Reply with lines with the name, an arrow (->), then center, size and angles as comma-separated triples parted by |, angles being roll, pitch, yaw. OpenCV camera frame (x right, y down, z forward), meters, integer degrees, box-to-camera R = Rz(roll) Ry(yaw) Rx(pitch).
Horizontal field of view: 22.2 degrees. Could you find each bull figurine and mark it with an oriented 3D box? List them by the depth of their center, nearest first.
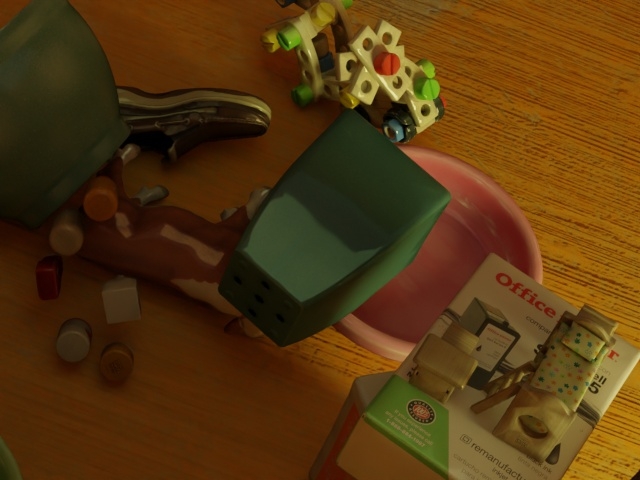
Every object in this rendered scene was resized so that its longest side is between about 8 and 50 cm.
bull figurine -> -0.157, 0.004, 2.006 | 0.310, 0.101, 0.188 | 21, 48, -4

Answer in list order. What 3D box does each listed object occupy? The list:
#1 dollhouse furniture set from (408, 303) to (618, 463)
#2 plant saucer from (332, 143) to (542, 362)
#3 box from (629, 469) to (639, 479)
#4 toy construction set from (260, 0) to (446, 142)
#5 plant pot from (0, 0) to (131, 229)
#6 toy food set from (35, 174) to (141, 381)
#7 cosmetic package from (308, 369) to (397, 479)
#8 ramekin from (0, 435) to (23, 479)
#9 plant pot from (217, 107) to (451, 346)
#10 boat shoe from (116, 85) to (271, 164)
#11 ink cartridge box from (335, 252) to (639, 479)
dollhouse furniture set -> 0.202, 0.091, 1.608 | 0.161, 0.101, 0.182 | 31, 52, 7
plant saucer -> 0.116, 0.028, 2.080 | 0.332, 0.084, 0.332 | 8, 53, -10
box -> 0.260, 0.390, 1.533 | 0.191, 0.143, 0.381 | 43, 57, 16
toy construction set -> 0.050, -0.236, 2.144 | 0.151, 0.215, 0.328 | -29, 25, -13
plant pot -> -0.354, -0.138, 1.960 | 0.196, 0.293, 0.293 | 45, 52, -11
toy food set -> -0.272, 0.044, 1.914 | 0.111, 0.232, 0.104 | -9, 16, -2
cosmetic package -> 0.148, 0.380, 1.739 | 0.162, 0.230, 0.453 | -8, 57, -22
ramekin -> -0.457, 0.308, 1.659 | 0.303, 0.148, 0.303 | 8, 52, -11
plant pot -> 0.000, 0.000, 1.906 | 0.166, 0.165, 0.234 | 42, 56, 10
boat shoe -> -0.191, -0.140, 2.117 | 0.257, 0.095, 0.095 | 0, 68, -9
ink cartridge box -> 0.177, 0.172, 1.681 | 0.198, 0.114, 0.273 | 34, 52, 9
